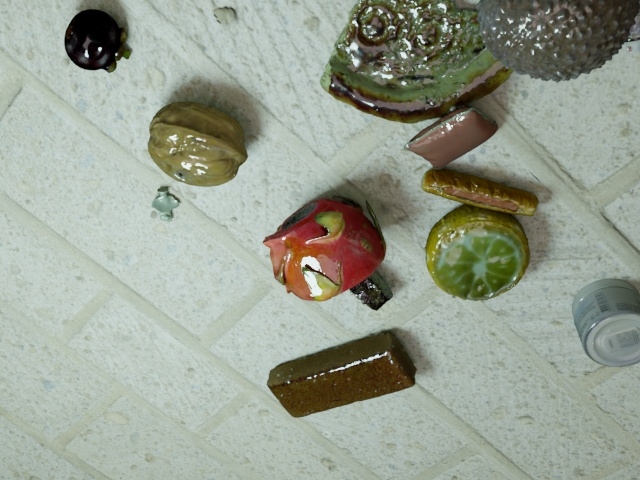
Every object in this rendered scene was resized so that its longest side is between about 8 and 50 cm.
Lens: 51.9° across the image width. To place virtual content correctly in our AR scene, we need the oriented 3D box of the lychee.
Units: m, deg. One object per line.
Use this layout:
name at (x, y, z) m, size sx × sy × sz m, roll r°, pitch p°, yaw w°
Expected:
lychee at (0.444, -0.441, 1.247) m, size 0.300 × 0.300 × 0.300 m, roll 4°, pitch 122°, yaw 7°

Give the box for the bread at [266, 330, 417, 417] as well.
bread at (0.058, 0.395, 1.914) m, size 0.417 × 0.113 × 0.165 m, roll -21°, pitch 115°, yaw 22°

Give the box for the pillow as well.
pillow at (0.295, -0.238, 1.485) m, size 0.179 × 0.075 × 0.171 m, roll -31°, pitch 155°, yaw 27°

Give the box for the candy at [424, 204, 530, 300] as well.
candy at (0.390, 0.031, 1.639) m, size 0.260 × 0.118 × 0.259 m, roll 1°, pitch 122°, yaw 2°

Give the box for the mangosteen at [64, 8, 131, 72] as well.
mangosteen at (-0.501, -0.447, 1.494) m, size 0.151 × 0.137 × 0.137 m, roll 18°, pitch 130°, yaw -43°

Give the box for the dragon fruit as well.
dragon fruit at (0.000, 0.000, 1.596) m, size 0.291 × 0.290 × 0.189 m, roll -20°, pitch 112°, yaw 20°

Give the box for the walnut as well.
walnut at (-0.290, -0.224, 1.547) m, size 0.245 × 0.198 × 0.198 m, roll 14°, pitch 122°, yaw 2°

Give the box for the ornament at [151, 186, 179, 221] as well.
ornament at (-0.410, -0.093, 1.734) m, size 0.069 × 0.041 × 0.092 m, roll 16°, pitch 113°, yaw -27°

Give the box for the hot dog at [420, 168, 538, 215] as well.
hot dog at (0.382, -0.117, 1.569) m, size 0.286 × 0.087 × 0.061 m, roll 12°, pitch 123°, yaw -4°

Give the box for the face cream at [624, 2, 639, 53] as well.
face cream at (0.614, -0.487, 1.303) m, size 0.075 × 0.075 × 0.229 m, roll -13°, pitch 118°, yaw 17°

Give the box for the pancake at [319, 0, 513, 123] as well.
pancake at (0.217, -0.397, 1.429) m, size 0.427 × 0.067 × 0.304 m, roll 11°, pitch 121°, yaw 4°

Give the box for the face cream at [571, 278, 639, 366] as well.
face cream at (0.740, 0.210, 1.663) m, size 0.177 × 0.153 × 0.177 m, roll 4°, pitch 122°, yaw 6°

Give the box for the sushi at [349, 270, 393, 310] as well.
sushi at (0.121, 0.116, 1.746) m, size 0.078 × 0.090 × 0.150 m, roll -40°, pitch 107°, yaw 24°
